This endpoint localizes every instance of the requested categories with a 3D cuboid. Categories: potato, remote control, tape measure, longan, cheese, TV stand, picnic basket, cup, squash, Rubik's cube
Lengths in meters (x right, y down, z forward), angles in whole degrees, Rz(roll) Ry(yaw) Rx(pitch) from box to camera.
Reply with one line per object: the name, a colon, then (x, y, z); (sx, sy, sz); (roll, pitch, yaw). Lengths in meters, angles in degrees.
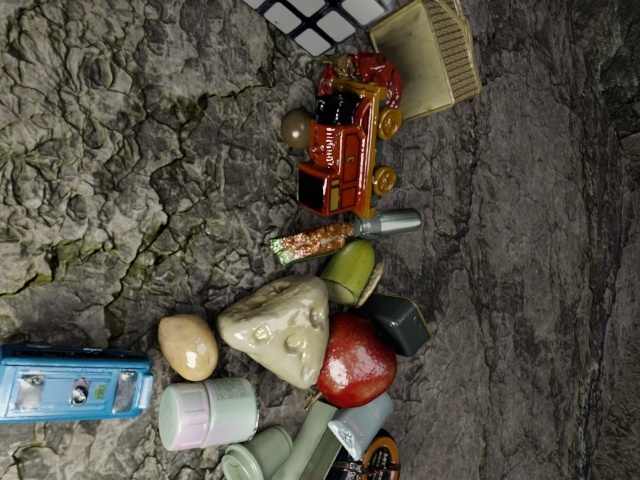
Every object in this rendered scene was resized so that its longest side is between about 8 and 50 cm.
potato: (-0.266, 0.214, 0.879); (0.112, 0.112, 0.147); (-24, 82, -36)
remote control: (0.117, 0.441, 1.102); (0.103, 0.051, 0.293); (47, 21, 16)
tape measure: (0.112, 0.589, 1.138); (0.223, 0.135, 0.202); (44, 53, -30)
longan: (-0.048, -0.282, 1.079); (0.113, 0.092, 0.113); (-1, 92, -40)
cheese: (-0.089, 0.172, 0.982); (0.251, 0.174, 0.248); (34, 70, -26)
TV stand: (-0.032, 0.538, 1.054); (0.083, 0.088, 0.269); (50, 60, -26)
picnic basket: (0.317, -0.542, 1.286); (0.175, 0.228, 0.313); (-32, 107, -32)
cup: (-0.137, 0.484, 0.971); (0.141, 0.120, 0.120); (-23, 102, -50)
squash: (0.079, 0.072, 1.144); (0.123, 0.123, 0.186); (47, 60, -26)
Rubik's cube: (0.008, -0.679, 1.013); (0.301, 0.304, 0.305); (26, 75, -33)

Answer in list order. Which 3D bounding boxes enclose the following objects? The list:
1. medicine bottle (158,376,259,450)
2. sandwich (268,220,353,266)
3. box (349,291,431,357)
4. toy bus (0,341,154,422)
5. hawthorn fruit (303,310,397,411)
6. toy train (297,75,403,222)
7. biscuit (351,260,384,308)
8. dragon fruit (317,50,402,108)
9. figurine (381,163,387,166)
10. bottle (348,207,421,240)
medicine bottle: (-0.228, 0.351, 0.885); (0.168, 0.135, 0.135); (8, 83, -37)
sandwich: (-0.002, 0.005, 1.071); (0.235, 0.159, 0.079); (-15, 92, -57)
box: (0.180, 0.225, 1.164); (0.090, 0.201, 0.144); (-39, 112, -28)
toy bus: (-0.418, 0.246, 0.746); (0.246, 0.134, 0.113); (14, 79, -35)
hawthorn fruit: (0.056, 0.310, 1.062); (0.266, 0.210, 0.230); (-41, 104, -27)
toy train: (0.061, -0.202, 1.056); (0.232, 0.163, 0.369); (-21, 125, -36)
biscuit: (0.128, 0.121, 1.166); (0.020, 0.152, 0.152); (32, 67, -4)
dragon fruit: (0.110, -0.403, 1.172); (0.205, 0.152, 0.317); (14, 80, -35)
figurine: (0.170, -0.191, 1.257); (0.067, 0.071, 0.083); (-70, 148, -70)
bottle: (0.192, -0.045, 1.254); (0.254, 0.079, 0.096); (-7, 48, -38)
